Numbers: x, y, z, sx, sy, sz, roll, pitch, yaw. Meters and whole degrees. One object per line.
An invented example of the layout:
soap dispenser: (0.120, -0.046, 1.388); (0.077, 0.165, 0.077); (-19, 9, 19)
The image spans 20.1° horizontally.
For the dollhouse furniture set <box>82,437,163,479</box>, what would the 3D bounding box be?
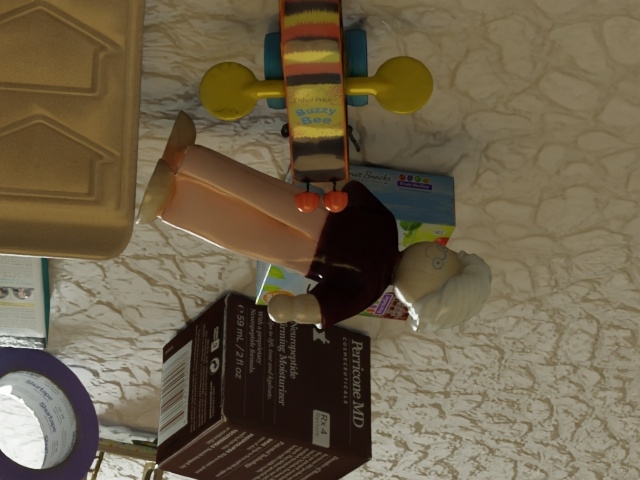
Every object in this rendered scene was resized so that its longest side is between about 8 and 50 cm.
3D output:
dollhouse furniture set: (-0.259, 0.313, 2.449); (0.182, 0.101, 0.161); (15, 171, -24)

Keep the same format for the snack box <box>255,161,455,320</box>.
snack box: (0.033, 0.002, 1.913); (0.174, 0.070, 0.207); (7, 147, -11)

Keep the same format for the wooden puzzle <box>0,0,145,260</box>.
wooden puzzle: (-0.322, -0.146, 1.619); (0.322, 0.080, 0.348); (4, 128, -5)

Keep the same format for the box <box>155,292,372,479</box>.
box: (-0.067, 0.190, 2.131); (0.203, 0.168, 0.167); (18, 144, -27)

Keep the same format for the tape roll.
tape roll: (-0.367, 0.228, 2.181); (0.189, 0.189, 0.080); (23, 143, -32)

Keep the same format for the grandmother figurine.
grandmother figurine: (0.000, 0.000, 1.731); (0.342, 0.208, 0.104); (21, 149, -3)

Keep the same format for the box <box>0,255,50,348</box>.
box: (-0.350, 0.035, 1.983); (0.100, 0.060, 0.244); (4, 149, -5)

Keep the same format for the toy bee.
toy bee: (0.009, -0.116, 1.632); (0.195, 0.162, 0.298); (-14, 146, 20)
